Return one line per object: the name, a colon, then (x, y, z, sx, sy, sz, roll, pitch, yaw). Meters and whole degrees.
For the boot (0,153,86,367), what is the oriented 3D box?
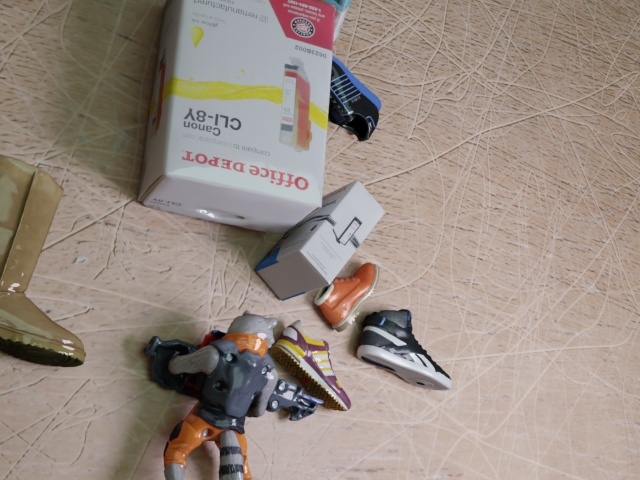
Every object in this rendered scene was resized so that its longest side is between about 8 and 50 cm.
boot: (-0.426, 0.031, 1.452, 0.236, 0.089, 0.269, 25, 62, -30)

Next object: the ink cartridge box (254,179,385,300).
ink cartridge box: (0.000, 0.000, 1.750, 0.086, 0.148, 0.203, 49, 52, -14)

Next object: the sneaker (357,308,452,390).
sneaker: (0.174, 0.198, 1.871, 0.217, 0.079, 0.121, 27, 63, -27)

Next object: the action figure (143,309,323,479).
action figure: (-0.113, 0.277, 1.571, 0.341, 0.179, 0.330, 16, 78, -32)

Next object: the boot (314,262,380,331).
boot: (0.050, 0.085, 1.825, 0.084, 0.059, 0.158, 45, 56, -13)

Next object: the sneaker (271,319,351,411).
sneaker: (0.001, 0.221, 1.737, 0.185, 0.070, 0.084, 48, 59, -18)

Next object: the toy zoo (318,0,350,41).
toy zoo: (-0.031, -0.476, 1.788, 0.192, 0.293, 0.030, 32, 56, 4)

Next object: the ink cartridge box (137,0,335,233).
ink cartridge box: (-0.136, -0.233, 1.673, 0.279, 0.160, 0.384, 11, 71, -22)

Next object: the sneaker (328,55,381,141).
sneaker: (0.024, -0.281, 1.894, 0.232, 0.081, 0.090, 32, 55, -27)
